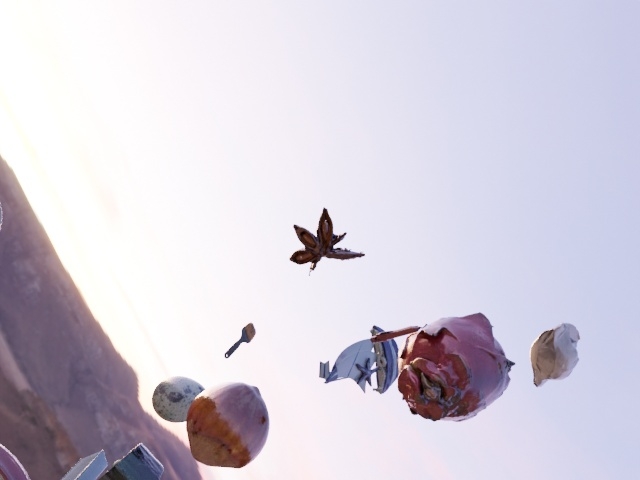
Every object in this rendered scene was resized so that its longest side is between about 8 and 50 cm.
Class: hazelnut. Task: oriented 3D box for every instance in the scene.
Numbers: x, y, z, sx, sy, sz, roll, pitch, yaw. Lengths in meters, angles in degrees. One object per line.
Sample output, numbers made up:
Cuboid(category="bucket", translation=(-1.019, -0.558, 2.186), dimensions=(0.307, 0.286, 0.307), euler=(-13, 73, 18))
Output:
Cuboid(category="hazelnut", translation=(-0.196, 0.374, 1.325), dimensions=(0.182, 0.182, 0.182), euler=(46, -28, 34))

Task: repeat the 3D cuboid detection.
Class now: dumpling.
Cuboid(category="dumpling", translation=(0.569, 0.273, 1.538), dimensions=(0.108, 0.127, 0.188), euler=(43, -44, 52))

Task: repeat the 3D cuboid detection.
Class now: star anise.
Cuboid(category="star anise", translation=(-0.002, 0.000, 1.633), dimensions=(0.212, 0.053, 0.157), euler=(-19, -93, 27))

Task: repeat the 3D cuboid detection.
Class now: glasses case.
Cuboid(category="glasses case", translation=(-0.698, 0.696, 1.779), dimensions=(0.105, 0.266, 0.056), euler=(-28, -80, 24))

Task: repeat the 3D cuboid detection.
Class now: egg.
Cuboid(category="egg", translation=(-0.400, 0.456, 1.848), dimensions=(0.172, 0.132, 0.132), euler=(0, -56, 17))

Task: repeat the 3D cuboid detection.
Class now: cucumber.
Cuboid(category="cucumber", translation=(-0.528, 0.652, 1.761), dimensions=(0.130, 0.191, 0.191), euler=(49, -22, -6))

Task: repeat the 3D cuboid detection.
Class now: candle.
Cuboid(category="candle", translation=(0.200, 0.225, 1.573), dimensions=(0.167, 0.021, 0.026), euler=(-18, -62, 24))

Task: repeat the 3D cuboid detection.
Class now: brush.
Cuboid(category="brush", translation=(-0.240, 0.302, 1.900), dimensions=(0.164, 0.014, 0.051), euler=(-46, -127, 32))

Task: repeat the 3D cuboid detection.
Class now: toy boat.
Cuboid(category="toy boat", translation=(0.139, 0.414, 2.062), dimensions=(0.070, 0.292, 0.210), euler=(-11, -72, 62))

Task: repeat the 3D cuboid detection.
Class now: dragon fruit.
Cuboid(category="dragon fruit", translation=(0.290, 0.275, 1.395), dimensions=(0.250, 0.315, 0.250), euler=(14, -74, 59))

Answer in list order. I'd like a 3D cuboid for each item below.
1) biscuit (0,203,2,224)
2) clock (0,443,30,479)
Cuboid(category="biscuit", translation=(-0.704, -0.075, 1.245), dimensions=(0.032, 0.250, 0.133), euler=(26, 63, -65))
Cuboid(category="clock", translation=(-0.676, 0.506, 1.173), dimensions=(0.318, 0.319, 0.080), euler=(61, -3, 5))
